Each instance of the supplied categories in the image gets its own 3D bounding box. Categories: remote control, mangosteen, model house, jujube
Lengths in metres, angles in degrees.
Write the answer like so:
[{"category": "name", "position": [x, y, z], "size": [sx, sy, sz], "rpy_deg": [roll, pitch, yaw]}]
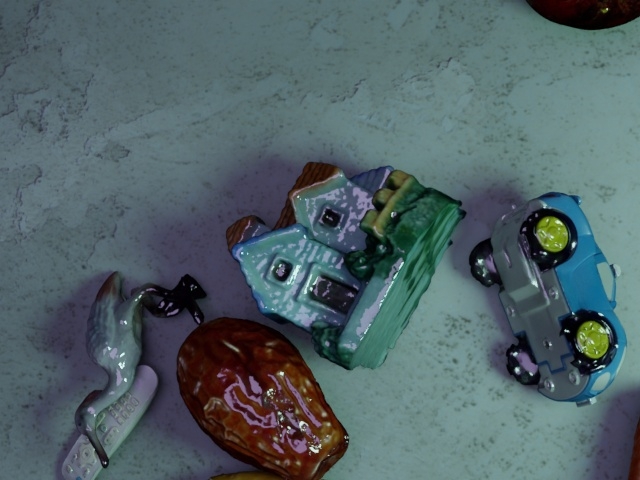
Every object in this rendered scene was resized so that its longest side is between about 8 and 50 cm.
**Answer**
[{"category": "remote control", "position": [-0.328, 0.298, 1.996], "size": [0.073, 0.044, 0.229], "rpy_deg": [37, 93, 37]}, {"category": "mangosteen", "position": [0.405, -0.443, 1.892], "size": [0.236, 0.235, 0.261], "rpy_deg": [-16, 37, 8]}, {"category": "model house", "position": [0.000, 0.000, 1.882], "size": [0.329, 0.252, 0.294], "rpy_deg": [28, 89, 19]}, {"category": "jujube", "position": [-0.090, 0.238, 1.878], "size": [0.290, 0.197, 0.197], "rpy_deg": [41, 91, 18]}]

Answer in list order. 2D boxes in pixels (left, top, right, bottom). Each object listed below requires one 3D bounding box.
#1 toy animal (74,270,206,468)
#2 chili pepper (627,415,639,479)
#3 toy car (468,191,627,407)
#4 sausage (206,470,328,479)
[{"category": "toy animal", "position": [-0.318, 0.171, 1.972], "size": [0.195, 0.090, 0.324], "rpy_deg": [26, 76, 32]}, {"category": "chili pepper", "position": [0.554, 0.357, 1.728], "size": [0.251, 0.229, 0.305], "rpy_deg": [3, 83, 28]}, {"category": "toy car", "position": [0.356, 0.084, 1.835], "size": [0.166, 0.198, 0.314], "rpy_deg": [-16, 80, -24]}, {"category": "sausage", "position": [-0.045, 0.407, 1.900], "size": [0.271, 0.109, 0.108], "rpy_deg": [6, 84, 12]}]
